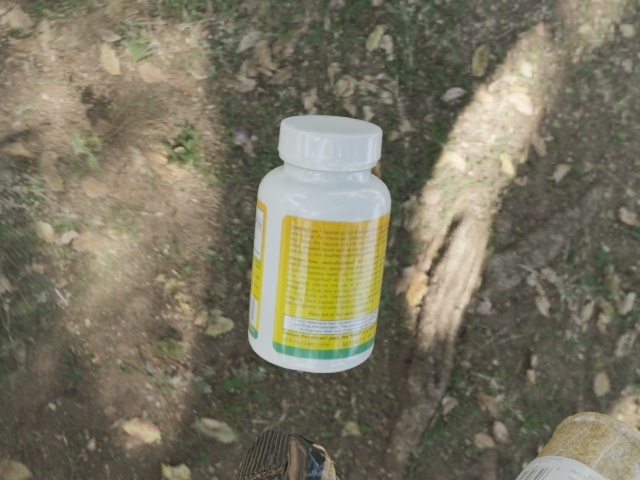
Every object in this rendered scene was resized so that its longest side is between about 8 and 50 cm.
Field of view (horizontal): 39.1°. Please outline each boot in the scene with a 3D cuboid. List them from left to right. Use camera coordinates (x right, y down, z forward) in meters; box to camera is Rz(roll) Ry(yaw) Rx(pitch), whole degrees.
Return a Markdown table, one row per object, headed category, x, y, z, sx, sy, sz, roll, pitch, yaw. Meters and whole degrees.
| category | x | y | z | sx | sy | sz | roll | pitch | yaw |
| --- | --- | --- | --- | --- | --- | --- | --- | --- | --- |
| boot | 0.011 | 0.169 | 0.484 | 0.137 | 0.198 | 0.077 | 23 | 59 | -10 |

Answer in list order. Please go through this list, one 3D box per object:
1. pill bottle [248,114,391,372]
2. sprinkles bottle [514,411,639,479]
| category | x | y | z | sx | sy | sz | roll | pitch | yaw |
| --- | --- | --- | --- | --- | --- | --- | --- | --- | --- |
| pill bottle | 0.000 | 0.000 | 0.796 | 0.117 | 0.117 | 0.208 | -4 | 110 | -26 |
| sprinkles bottle | 0.200 | 0.301 | 0.849 | 0.355 | 0.121 | 0.121 | -33 | 114 | -43 |
